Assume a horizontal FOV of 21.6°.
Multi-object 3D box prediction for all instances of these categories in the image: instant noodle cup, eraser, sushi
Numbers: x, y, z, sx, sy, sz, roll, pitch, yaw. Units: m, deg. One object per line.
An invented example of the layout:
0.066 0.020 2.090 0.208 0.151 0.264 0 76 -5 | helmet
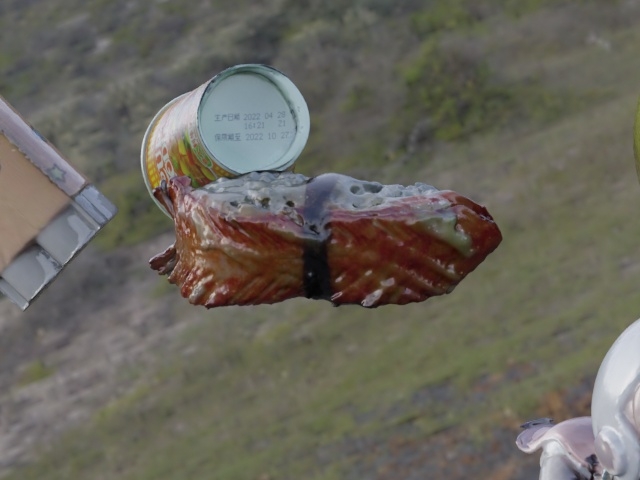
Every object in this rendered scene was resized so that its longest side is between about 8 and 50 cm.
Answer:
-0.087 -0.101 1.710 0.168 0.168 0.185 -24 -3 -18 | instant noodle cup
-0.340 -0.083 1.600 0.171 0.290 0.087 -41 7 42 | eraser
0.000 0.000 1.572 0.332 0.124 0.130 1 19 0 | sushi

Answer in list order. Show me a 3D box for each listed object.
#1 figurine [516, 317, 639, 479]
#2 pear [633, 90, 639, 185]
0.381 0.209 1.901 0.253 0.211 0.361 -20 -20 -44 | figurine
0.445 -0.090 1.425 0.352 0.352 0.413 -24 -10 -21 | pear
